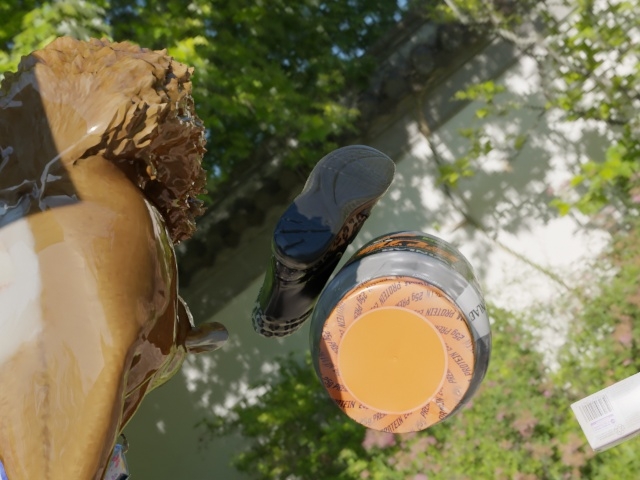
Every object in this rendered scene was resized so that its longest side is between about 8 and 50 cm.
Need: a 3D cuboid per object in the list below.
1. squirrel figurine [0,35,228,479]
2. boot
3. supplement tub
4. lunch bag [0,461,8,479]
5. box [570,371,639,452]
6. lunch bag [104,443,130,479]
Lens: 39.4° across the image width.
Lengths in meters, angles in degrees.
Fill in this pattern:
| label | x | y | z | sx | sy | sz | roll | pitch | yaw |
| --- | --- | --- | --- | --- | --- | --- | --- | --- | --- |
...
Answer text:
| label | x | y | z | sx | sy | sz | roll | pitch | yaw |
| --- | --- | --- | --- | --- | --- | --- | --- | --- | --- |
| squirrel figurine | -0.193 | 0.021 | 0.800 | 0.370 | 0.281 | 0.397 | 44 | -115 | -73 |
| boot | -0.002 | 0.000 | 1.095 | 0.236 | 0.085 | 0.179 | -49 | -14 | -43 |
| supplement tub | 0.094 | 0.097 | 1.012 | 0.193 | 0.193 | 0.316 | -38 | 1 | 10 |
| lunch bag | -0.437 | 0.318 | 1.375 | 0.090 | 0.219 | 0.176 | -16 | -13 | 17 |
| box | 0.470 | 0.165 | 1.096 | 0.324 | 0.067 | 0.063 | -30 | -26 | 15 |
| lunch bag | -0.296 | 0.325 | 1.211 | 0.071 | 0.053 | 0.083 | -43 | -44 | -53 |
